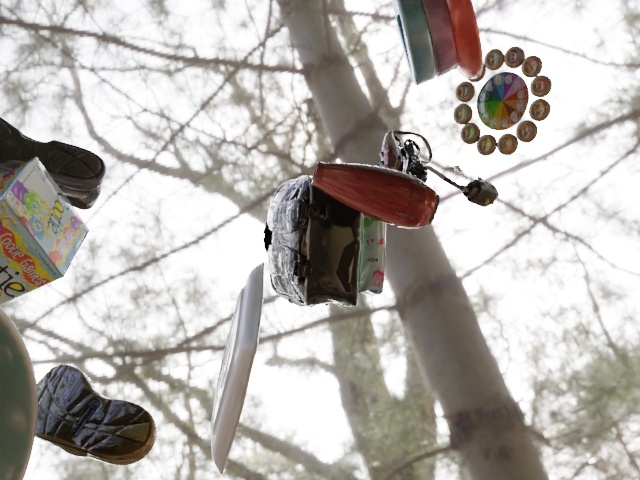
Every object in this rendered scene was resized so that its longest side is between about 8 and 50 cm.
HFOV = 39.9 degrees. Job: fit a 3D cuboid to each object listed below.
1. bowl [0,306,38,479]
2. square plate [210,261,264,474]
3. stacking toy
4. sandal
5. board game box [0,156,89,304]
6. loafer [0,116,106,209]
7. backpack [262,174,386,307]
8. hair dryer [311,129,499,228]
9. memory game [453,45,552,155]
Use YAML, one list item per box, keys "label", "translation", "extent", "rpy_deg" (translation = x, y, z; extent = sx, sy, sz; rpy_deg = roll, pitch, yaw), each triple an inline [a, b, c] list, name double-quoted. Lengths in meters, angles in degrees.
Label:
- label: "bowl"
  translation: [-0.395, 0.147, 0.674]
  extent: [0.163, 0.312, 0.311]
  rpy_deg: [16, -15, 37]
- label: "square plate"
  translation: [-0.185, 0.268, 1.928]
  extent: [0.049, 0.344, 0.347]
  rpy_deg: [13, -62, -8]
- label: "stacking toy"
  translation: [0.114, -0.350, 1.190]
  extent: [0.130, 0.309, 0.279]
  rpy_deg: [-15, 1, 5]
- label: "sandal"
  translation: [-0.208, 0.166, 0.798]
  extent: [0.180, 0.072, 0.049]
  rpy_deg: [13, -36, 39]
- label: "board game box"
  translation: [-0.509, 0.015, 1.299]
  extent: [0.275, 0.144, 0.142]
  rpy_deg: [-23, -64, 15]
- label: "loafer"
  translation: [-0.497, -0.124, 1.410]
  extent: [0.302, 0.109, 0.095]
  rpy_deg: [19, -46, -5]
- label: "backpack"
  translation: [0.000, 0.000, 1.505]
  extent: [0.191, 0.225, 0.253]
  rpy_deg: [2, -1, -24]
- label: "hair dryer"
  translation: [0.109, -0.093, 1.365]
  extent: [0.293, 0.223, 0.080]
  rpy_deg: [-5, -57, -39]
- label: "memory game"
  translation: [0.296, -0.229, 1.447]
  extent: [0.012, 0.186, 0.186]
  rpy_deg: [9, -40, -48]
